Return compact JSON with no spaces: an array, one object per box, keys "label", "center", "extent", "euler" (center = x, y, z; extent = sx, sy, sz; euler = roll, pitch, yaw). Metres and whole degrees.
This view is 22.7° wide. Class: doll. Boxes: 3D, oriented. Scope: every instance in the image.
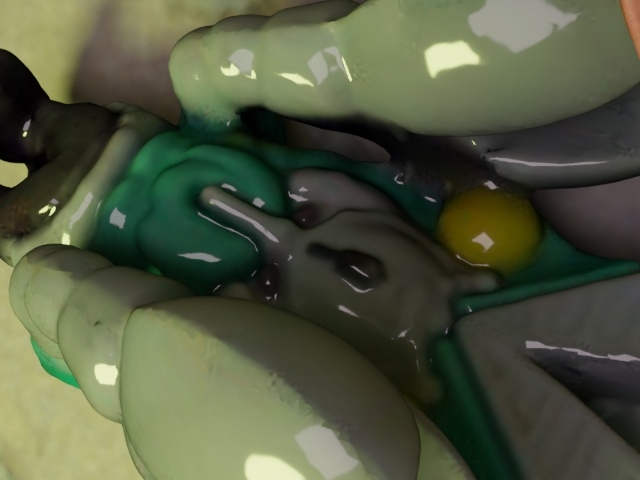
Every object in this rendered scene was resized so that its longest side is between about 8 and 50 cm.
[{"label":"doll","center":[-0.003,0.019,0.441],"extent":[0.258,0.153,0.195],"euler":[-3,65,9]}]

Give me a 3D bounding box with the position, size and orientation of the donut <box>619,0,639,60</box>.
[{"label":"donut","center":[0.162,-0.086,0.356],"extent":[0.199,0.085,0.233],"euler":[-3,131,16]}]
